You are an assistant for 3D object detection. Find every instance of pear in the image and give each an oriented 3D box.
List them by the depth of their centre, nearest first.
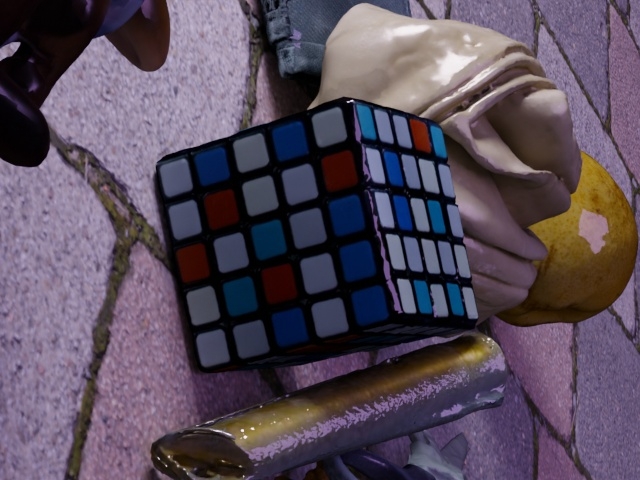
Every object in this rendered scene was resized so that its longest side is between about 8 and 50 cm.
[{"bbox_3d":[0.244,-0.009,1.832,0.209,0.209,0.208,41,41,-51],"label":"pear"}]

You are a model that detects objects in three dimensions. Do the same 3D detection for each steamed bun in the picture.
[{"bbox_3d":[0.124,-0.056,1.539,0.276,0.203,0.289,16,84,-49],"label":"steamed bun"}]

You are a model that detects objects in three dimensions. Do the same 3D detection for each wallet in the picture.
[{"bbox_3d":[0.000,-0.306,1.641,0.237,0.075,0.342,8,72,-57],"label":"wallet"}]

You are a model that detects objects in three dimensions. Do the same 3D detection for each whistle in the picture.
[{"bbox_3d":[0.017,0.135,1.284,0.326,0.068,0.057,-14,123,-40],"label":"whistle"}]

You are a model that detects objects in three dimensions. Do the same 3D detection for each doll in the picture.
[{"bbox_3d":[-0.196,-0.200,0.951,0.340,0.209,0.317,-64,141,-82],"label":"doll"}]

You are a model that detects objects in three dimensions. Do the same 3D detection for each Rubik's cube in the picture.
[{"bbox_3d":[0.000,0.000,1.340,0.187,0.182,0.184,8,70,-64],"label":"Rubik's cube"}]

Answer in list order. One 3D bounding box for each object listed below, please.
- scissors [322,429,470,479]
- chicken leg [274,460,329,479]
[{"bbox_3d":[0.109,0.212,1.455,0.256,0.029,0.383,37,10,-6],"label":"scissors"},{"bbox_3d":[0.001,0.239,1.344,0.101,0.085,0.207,67,13,17],"label":"chicken leg"}]
